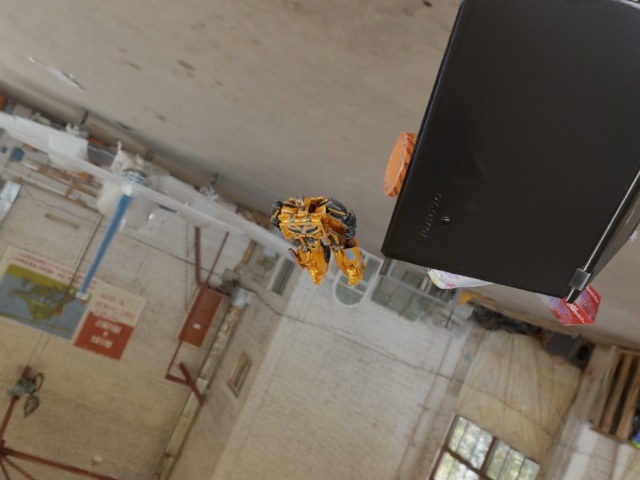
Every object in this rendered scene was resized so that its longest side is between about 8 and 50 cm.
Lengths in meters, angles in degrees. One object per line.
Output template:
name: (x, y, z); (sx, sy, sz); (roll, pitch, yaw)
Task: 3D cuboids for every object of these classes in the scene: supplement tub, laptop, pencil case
supplement tub: (0.318, -0.135, 1.357); (0.316, 0.194, 0.193); (14, 177, -7)
laptop: (0.334, -0.138, 0.793); (0.236, 0.382, 0.408); (34, -141, 27)
pencil case: (0.452, 0.082, 1.786); (0.124, 0.114, 0.273); (24, 162, -28)

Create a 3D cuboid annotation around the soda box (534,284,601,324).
soda box: (0.576, 0.099, 1.444); (0.263, 0.083, 0.092); (43, 149, -22)

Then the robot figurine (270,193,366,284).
robot figurine: (0.000, 0.000, 1.401); (0.211, 0.085, 0.291); (-2, 144, 24)

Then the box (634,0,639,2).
box: (0.834, -0.516, 1.337); (0.183, 0.233, 0.059); (-11, 146, 3)

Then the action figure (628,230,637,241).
action figure: (0.681, -0.082, 1.593); (0.275, 0.370, 0.248); (14, -158, -13)
